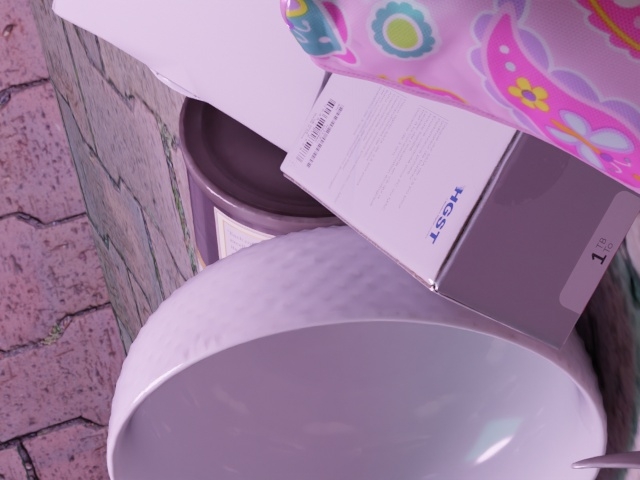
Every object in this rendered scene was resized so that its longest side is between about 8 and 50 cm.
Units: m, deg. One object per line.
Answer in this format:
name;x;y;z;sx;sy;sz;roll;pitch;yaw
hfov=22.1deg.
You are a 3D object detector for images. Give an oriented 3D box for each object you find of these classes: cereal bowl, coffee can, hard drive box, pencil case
cereal bowl;0.022;0.101;1.147;0.339;0.339;0.141;89;178;-50
coffee can;0.000;0.000;1.290;0.275;0.201;0.201;88;157;-49
hard drive box;0.090;-0.069;0.916;0.181;0.089;0.232;-61;26;6
pencil case;0.126;-0.072;0.648;0.284;0.124;0.124;27;153;9

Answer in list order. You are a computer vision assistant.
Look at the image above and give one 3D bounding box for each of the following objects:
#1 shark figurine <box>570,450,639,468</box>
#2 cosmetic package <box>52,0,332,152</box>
shark figurine;0.244;0.222;0.886;0.278;0.116;0.166;65;163;14
cosmetic package;-0.037;-0.235;1.026;0.217;0.156;0.385;32;157;2
